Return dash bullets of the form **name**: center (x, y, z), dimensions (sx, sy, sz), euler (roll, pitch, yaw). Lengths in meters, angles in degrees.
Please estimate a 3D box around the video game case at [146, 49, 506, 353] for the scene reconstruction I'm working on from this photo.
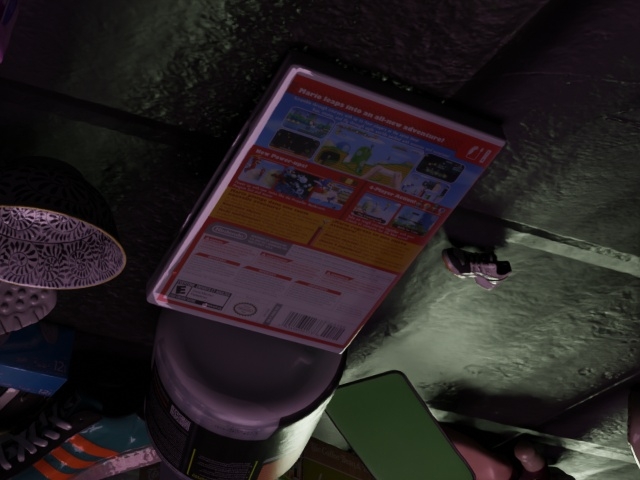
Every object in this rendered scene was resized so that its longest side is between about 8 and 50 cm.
- **video game case**: center (-0.001, -0.021, 1.156), dimensions (0.204, 0.025, 0.285), euler (17, 129, -24)

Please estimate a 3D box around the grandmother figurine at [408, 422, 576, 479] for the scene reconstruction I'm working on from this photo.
- **grandmother figurine**: center (0.230, 0.329, 1.857), dimensions (0.342, 0.104, 0.207), euler (24, 156, -30)

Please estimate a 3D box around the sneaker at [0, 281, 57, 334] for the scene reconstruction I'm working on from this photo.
- **sneaker**: center (-0.394, 0.059, 1.435), dimensions (0.235, 0.090, 0.095), euler (-3, 180, 1)

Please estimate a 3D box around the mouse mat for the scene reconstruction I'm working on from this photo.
- **mouse mat**: center (0.094, 0.249, 1.705), dimensions (0.152, 0.007, 0.190), euler (-21, 112, 40)

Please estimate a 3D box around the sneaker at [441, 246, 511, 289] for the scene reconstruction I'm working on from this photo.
- **sneaker**: center (0.155, 0.020, 1.331), dimensions (0.083, 0.032, 0.037), euler (21, 135, -40)

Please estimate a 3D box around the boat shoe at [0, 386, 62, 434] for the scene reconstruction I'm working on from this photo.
- **boat shoe**: center (-0.407, 0.213, 1.727), dimensions (0.068, 0.081, 0.227), euler (24, 145, -27)

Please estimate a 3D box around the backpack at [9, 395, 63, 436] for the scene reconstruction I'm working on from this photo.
- **backpack**: center (-0.355, 0.279, 1.808), dimensions (0.115, 0.152, 0.182), euler (12, 140, -28)

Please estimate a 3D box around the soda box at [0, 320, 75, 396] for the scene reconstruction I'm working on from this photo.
- **soda box**: center (-0.396, 0.118, 1.553), dimensions (0.210, 0.067, 0.071), euler (16, 151, -23)

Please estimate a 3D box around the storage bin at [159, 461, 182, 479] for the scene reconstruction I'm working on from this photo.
- **storage bin**: center (-0.171, 0.307, 1.828), dimensions (0.091, 0.098, 0.135), euler (9, 112, 12)

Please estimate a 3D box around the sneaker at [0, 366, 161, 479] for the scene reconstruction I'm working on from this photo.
- **sneaker**: center (-0.312, 0.239, 1.656), dimensions (0.302, 0.108, 0.121), euler (-21, 120, -15)

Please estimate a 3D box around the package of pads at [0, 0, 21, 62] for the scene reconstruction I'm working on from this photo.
- **package of pads**: center (-0.233, -0.169, 0.939), dimensions (0.032, 0.083, 0.050), euler (2, 150, 16)

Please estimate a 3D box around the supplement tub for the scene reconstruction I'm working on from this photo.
- **supplement tub**: center (-0.089, 0.155, 1.445), dimensions (0.193, 0.194, 0.316), euler (8, 153, -8)

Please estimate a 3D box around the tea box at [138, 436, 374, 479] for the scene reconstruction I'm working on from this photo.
- **tea box**: center (-0.091, 0.480, 1.945), dimensions (0.329, 0.324, 0.220), euler (-17, 147, 34)

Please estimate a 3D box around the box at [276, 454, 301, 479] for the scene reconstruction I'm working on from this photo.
- **box**: center (-0.075, 0.244, 1.710), dimensions (0.036, 0.114, 0.207), euler (-6, 152, 19)

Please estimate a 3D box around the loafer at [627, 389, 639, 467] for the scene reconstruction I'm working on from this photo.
- **loafer**: center (0.452, 0.270, 1.702), dimensions (0.092, 0.102, 0.268), euler (-2, 153, 24)

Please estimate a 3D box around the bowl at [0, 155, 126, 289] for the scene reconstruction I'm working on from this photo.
- **bowl**: center (-0.257, -0.026, 1.232), dimensions (0.170, 0.080, 0.170), euler (4, 154, 2)
